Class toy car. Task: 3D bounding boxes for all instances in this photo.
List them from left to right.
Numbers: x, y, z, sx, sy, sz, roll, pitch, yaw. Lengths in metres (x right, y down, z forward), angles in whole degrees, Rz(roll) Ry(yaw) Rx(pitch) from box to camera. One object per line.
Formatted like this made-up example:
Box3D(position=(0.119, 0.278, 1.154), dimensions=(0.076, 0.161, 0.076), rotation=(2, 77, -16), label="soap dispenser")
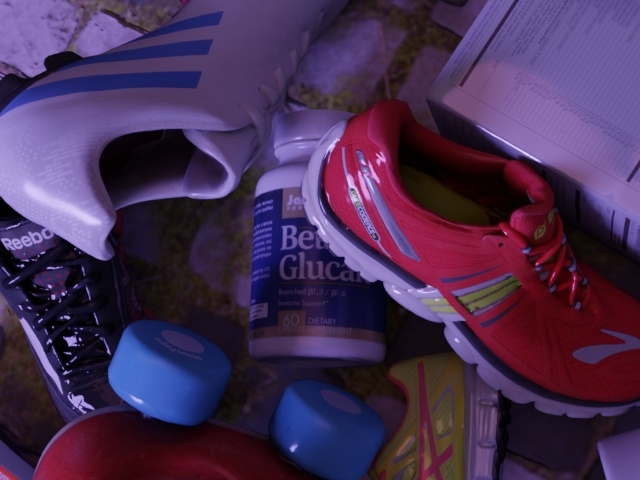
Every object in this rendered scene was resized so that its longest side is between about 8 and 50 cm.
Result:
Box3D(position=(-0.070, 0.203, 0.741), dimensions=(0.210, 0.238, 0.219), rotation=(23, 102, -14), label="toy car")

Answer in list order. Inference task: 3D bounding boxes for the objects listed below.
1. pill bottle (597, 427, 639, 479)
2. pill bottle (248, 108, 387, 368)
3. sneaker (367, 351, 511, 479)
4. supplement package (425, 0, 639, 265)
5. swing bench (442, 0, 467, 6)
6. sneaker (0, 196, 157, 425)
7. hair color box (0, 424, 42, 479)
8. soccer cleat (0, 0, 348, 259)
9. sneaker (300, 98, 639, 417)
Box3D(position=(0.318, 0.149, 0.740), dimensions=(0.283, 0.161, 0.161), rotation=(-16, 76, 10), label="pill bottle")
Box3D(position=(0.000, 0.000, 0.879), dimensions=(0.094, 0.094, 0.169), rotation=(-1, 78, 13), label="pill bottle")
Box3D(position=(0.073, 0.171, 0.840), dimensions=(0.094, 0.081, 0.208), rotation=(2, 68, 14), label="sneaker")
Box3D(position=(0.211, -0.068, 0.823), dimensions=(0.244, 0.134, 0.139), rotation=(33, 87, 17), label="supplement package")
Box3D(position=(0.089, -0.332, 0.843), dimensions=(0.165, 0.253, 0.254), rotation=(39, 89, 17), label="swing bench")
Box3D(position=(-0.176, 0.036, 0.893), dimensions=(0.098, 0.135, 0.276), rotation=(-20, 76, 7), label="sneaker")
Box3D(position=(-0.244, 0.161, 0.904), dimensions=(0.167, 0.093, 0.053), rotation=(33, 88, 16), label="hair color box")
Box3D(position=(-0.066, -0.102, 0.860), dimensions=(0.331, 0.116, 0.143), rotation=(-38, 64, -26), label="soccer cleat")
Box3D(position=(0.119, 0.013, 0.792), dimensions=(0.279, 0.118, 0.107), rotation=(32, 50, -11), label="sneaker")
